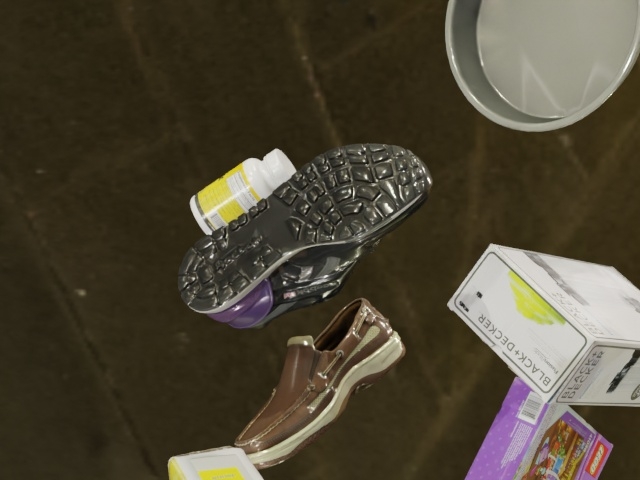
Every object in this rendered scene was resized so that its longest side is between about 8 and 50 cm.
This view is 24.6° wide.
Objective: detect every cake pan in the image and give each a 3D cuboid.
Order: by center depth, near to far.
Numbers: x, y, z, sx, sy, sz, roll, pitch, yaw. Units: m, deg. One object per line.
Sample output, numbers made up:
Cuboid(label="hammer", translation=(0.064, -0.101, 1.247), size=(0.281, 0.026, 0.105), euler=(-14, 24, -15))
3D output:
Cuboid(label="cake pan", translation=(0.299, -0.286, 1.913), size=(0.054, 0.293, 0.293), euler=(4, 88, -52))

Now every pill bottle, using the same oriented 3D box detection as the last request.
Cuboid(label="pill bottle", translation=(-0.083, -0.052, 1.649), size=(0.065, 0.116, 0.065), euler=(52, 15, -20))

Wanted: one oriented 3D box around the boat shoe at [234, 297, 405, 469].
Cuboid(label="boat shoe", translation=(-0.015, 0.150, 1.613), size=(0.257, 0.095, 0.095), euler=(-39, 105, -43))

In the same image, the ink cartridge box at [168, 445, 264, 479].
Cuboid(label="ink cartridge box", translation=(-0.027, 0.323, 0.915), size=(0.072, 0.307, 0.304), euler=(-6, 103, -14))

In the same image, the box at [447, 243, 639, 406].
Cuboid(label="box", translation=(0.291, 0.099, 1.626), size=(0.290, 0.169, 0.087), euler=(10, 120, -51))

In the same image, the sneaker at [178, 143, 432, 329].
Cuboid(label="sneaker", translation=(0.000, 0.000, 1.498), size=(0.124, 0.283, 0.107), euler=(36, 32, -51))

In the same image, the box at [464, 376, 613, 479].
Cuboid(label="box", translation=(0.210, 0.320, 1.632), size=(0.201, 0.057, 0.293), euler=(40, 75, -52))
